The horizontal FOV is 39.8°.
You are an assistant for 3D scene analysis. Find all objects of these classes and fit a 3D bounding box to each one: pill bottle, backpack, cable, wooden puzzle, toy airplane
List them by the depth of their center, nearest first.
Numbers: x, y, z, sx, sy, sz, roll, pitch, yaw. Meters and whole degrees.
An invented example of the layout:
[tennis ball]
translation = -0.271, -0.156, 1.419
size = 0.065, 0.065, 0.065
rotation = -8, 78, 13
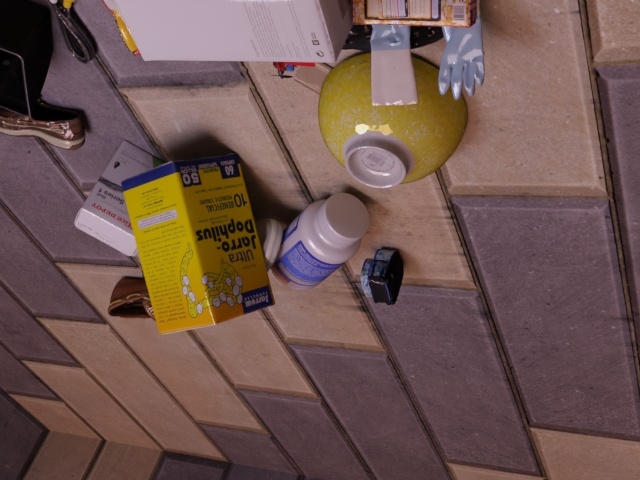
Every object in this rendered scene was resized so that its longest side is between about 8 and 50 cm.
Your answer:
[toy airplane]
translation = -0.081, -0.360, 1.641
size = 0.151, 0.028, 0.151
rotation = 21, 144, 17
[wooden puzzle]
translation = -0.008, -0.315, 1.689
size = 0.116, 0.014, 0.078
rotation = 32, 141, -15
[cable]
translation = -0.519, -0.454, 1.730
size = 0.139, 0.072, 0.287
rotation = 24, 147, 7
[pill bottle]
translation = 0.000, 0.000, 2.001
size = 0.152, 0.152, 0.272
rotation = 31, 146, -13
[backpack]
translation = 0.143, 0.078, 2.062
size = 0.084, 0.114, 0.105
rotation = 5, 140, 25

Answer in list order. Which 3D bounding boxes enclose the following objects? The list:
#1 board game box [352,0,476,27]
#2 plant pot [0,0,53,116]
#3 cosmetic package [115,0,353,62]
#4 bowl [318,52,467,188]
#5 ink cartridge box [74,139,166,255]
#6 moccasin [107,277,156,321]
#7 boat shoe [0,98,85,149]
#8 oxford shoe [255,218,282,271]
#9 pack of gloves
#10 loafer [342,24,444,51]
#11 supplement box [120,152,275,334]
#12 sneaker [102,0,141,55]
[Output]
[board game box]
translation = 0.145, -0.412, 1.380
size = 0.194, 0.045, 0.146
rotation = 8, 115, 21
[plant pot]
translation = -0.643, -0.396, 1.796
size = 0.187, 0.167, 0.188
rotation = 22, 146, 1
[cosmetic package]
translation = -0.129, -0.409, 1.463
size = 0.366, 0.197, 0.155
rotation = 5, 143, 21
[bowl]
translation = 0.119, -0.192, 1.647
size = 0.290, 0.156, 0.289
rotation = 13, 145, 9
[ink cartridge box]
translation = -0.447, -0.098, 2.054
size = 0.160, 0.219, 0.092
rotation = 29, 146, -11
[moccasin]
translation = -0.452, 0.178, 2.510
size = 0.380, 0.147, 0.139
rotation = 2, 142, 27
[boat shoe]
translation = -0.664, -0.293, 2.037
size = 0.258, 0.095, 0.095
rotation = 14, 132, 2
[oxford shoe]
translation = -0.242, 0.033, 2.147
size = 0.130, 0.169, 0.449
rotation = 26, 158, -29
[pack of gloves]
translation = 0.173, -0.343, 1.450
size = 0.195, 0.046, 0.232
rotation = 1, 108, 23
[loafer]
translation = 0.103, -0.363, 1.511
size = 0.223, 0.078, 0.076
rotation = -1, 103, 11
[supplement box]
translation = -0.270, 0.007, 1.962
size = 0.195, 0.194, 0.356
rotation = -14, 91, 42
[sneaker]
translation = -0.347, -0.454, 1.640
size = 0.093, 0.088, 0.225
rotation = -12, 137, 12
